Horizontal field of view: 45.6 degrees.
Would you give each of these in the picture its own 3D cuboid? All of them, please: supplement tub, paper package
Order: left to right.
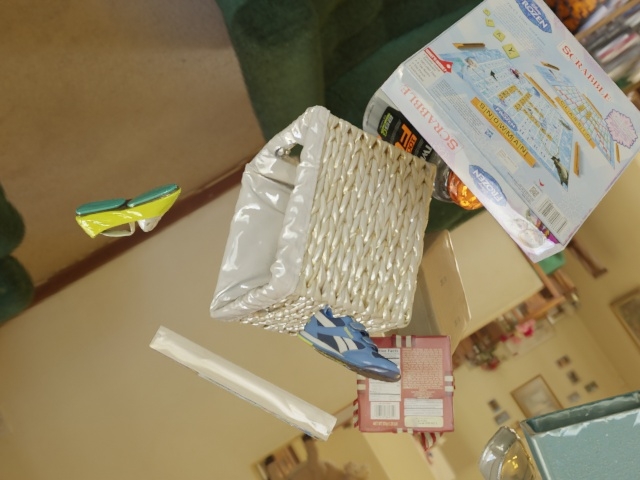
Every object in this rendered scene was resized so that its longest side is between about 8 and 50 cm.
[{"bbox_3d":[0.273,0.157,2.086,0.168,0.309,0.325,-12,-168,24],"label":"paper package"},{"bbox_3d":[0.269,-0.227,1.757,0.207,0.338,0.207,-22,135,-24],"label":"supplement tub"}]

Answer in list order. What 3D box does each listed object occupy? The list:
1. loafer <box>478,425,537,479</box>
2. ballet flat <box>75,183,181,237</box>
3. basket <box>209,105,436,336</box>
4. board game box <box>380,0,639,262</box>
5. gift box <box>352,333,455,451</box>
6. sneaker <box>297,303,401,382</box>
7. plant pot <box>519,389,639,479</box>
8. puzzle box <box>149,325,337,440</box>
[{"bbox_3d":[0.388,0.471,1.510,0.112,0.111,0.319,-45,141,-17],"label":"loafer"},{"bbox_3d":[-0.355,-0.050,1.444,0.231,0.077,0.077,-11,-157,18],"label":"ballet flat"},{"bbox_3d":[0.000,0.000,1.349,0.266,0.331,0.328,21,158,-20],"label":"basket"},{"bbox_3d":[0.291,-0.184,1.077,0.318,0.319,0.066,-41,-179,-33],"label":"board game box"},{"bbox_3d":[0.197,0.365,1.826,0.255,0.276,0.258,3,170,9],"label":"gift box"},{"bbox_3d":[0.040,0.123,0.915,0.059,0.144,0.053,-57,149,-14],"label":"sneaker"},{"bbox_3d":[0.495,0.400,1.253,0.247,0.252,0.248,-17,170,8],"label":"plant pot"},{"bbox_3d":[-0.159,0.316,1.638,0.052,0.409,0.272,-62,174,-15],"label":"puzzle box"}]
